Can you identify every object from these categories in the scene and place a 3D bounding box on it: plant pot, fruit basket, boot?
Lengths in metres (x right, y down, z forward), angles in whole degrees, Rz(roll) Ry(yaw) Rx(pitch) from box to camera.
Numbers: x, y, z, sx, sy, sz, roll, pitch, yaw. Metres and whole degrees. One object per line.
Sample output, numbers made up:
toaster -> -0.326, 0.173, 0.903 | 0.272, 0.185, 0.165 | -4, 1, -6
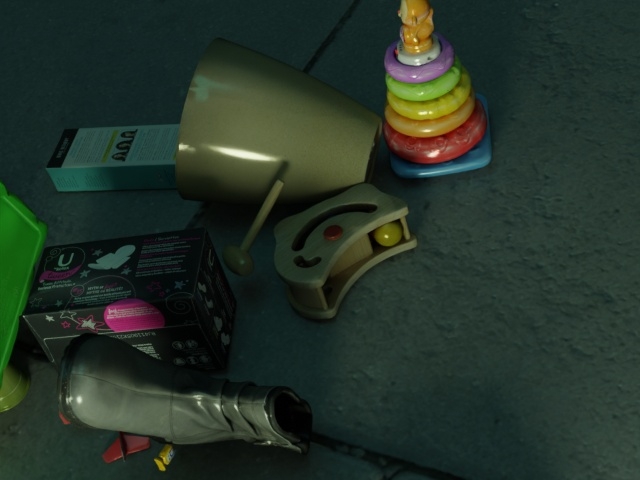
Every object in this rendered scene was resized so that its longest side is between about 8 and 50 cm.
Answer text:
plant pot -> -0.473, 0.192, 1.704 | 0.083, 0.079, 0.083 | -9, 47, 9
fruit basket -> -0.600, 0.068, 1.643 | 0.392, 0.283, 0.391 | -5, 66, 11
plant pot -> -0.052, -0.156, 1.815 | 0.274, 0.256, 0.256 | 14, 51, 6
boot -> -0.149, 0.189, 1.436 | 0.223, 0.338, 0.118 | 2, 77, 23

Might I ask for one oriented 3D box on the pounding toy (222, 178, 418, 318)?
pounding toy -> 0.000, 0.000, 1.684 | 0.270, 0.154, 0.154 | -26, 41, -7

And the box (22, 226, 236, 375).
box -> -0.262, 0.095, 1.672 | 0.247, 0.163, 0.142 | -6, 44, 13

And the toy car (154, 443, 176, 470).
toy car -> -0.150, 0.298, 1.484 | 0.060, 0.122, 0.040 | -5, 41, 38

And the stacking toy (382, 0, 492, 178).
stacking toy -> 0.156, -0.248, 1.768 | 0.166, 0.301, 0.175 | -7, 47, 11

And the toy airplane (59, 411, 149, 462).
toy airplane -> -0.277, 0.238, 1.618 | 0.151, 0.028, 0.151 | -6, 61, 10

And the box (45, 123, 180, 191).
box -> -0.327, -0.138, 1.985 | 0.244, 0.060, 0.100 | -1, 47, 17
